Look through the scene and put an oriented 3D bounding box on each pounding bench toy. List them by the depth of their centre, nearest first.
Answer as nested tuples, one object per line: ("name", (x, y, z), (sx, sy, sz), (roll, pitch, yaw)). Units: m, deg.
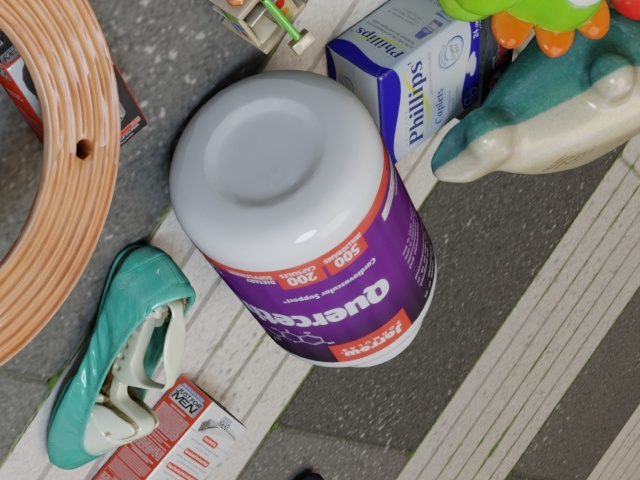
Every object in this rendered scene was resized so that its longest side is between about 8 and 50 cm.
("pounding bench toy", (-0.045, -0.185, 1.068), (0.052, 0.083, 0.065), (-51, 151, -4))

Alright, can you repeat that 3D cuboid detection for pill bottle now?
("pill bottle", (0.000, 0.000, 1.227), (0.181, 0.181, 0.323), (-48, 149, -9))

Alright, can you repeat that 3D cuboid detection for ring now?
("ring", (-0.270, -0.053, 0.847), (0.336, 0.032, 0.336), (-16, 113, -41))

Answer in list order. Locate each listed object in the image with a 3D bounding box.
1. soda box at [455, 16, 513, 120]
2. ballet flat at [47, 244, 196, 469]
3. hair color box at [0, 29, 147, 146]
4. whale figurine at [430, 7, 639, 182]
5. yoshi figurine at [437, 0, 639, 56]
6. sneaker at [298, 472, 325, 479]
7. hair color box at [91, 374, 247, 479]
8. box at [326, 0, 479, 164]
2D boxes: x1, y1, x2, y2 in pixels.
("soda box", (0.156, -0.195, 1.362), (0.053, 0.060, 0.169), (-41, 148, -31))
("ballet flat", (-0.174, 0.124, 1.207), (0.083, 0.087, 0.247), (-8, 128, -51))
("hair color box", (-0.185, -0.112, 0.990), (0.072, 0.043, 0.141), (-45, 148, -13))
("whale figurine", (0.221, -0.142, 1.333), (0.272, 0.141, 0.216), (-20, 171, -27))
("yoshi figurine", (0.261, -0.308, 1.236), (0.362, 0.203, 0.203), (-18, 149, -20))
("sneaker", (-0.015, 0.393, 1.699), (0.083, 0.098, 0.223), (-19, 136, -45))
("hair color box", (-0.159, 0.225, 1.369), (0.167, 0.053, 0.093), (-48, 149, -6))
("box", (0.081, -0.157, 1.287), (0.137, 0.072, 0.126), (-38, 146, -24))
